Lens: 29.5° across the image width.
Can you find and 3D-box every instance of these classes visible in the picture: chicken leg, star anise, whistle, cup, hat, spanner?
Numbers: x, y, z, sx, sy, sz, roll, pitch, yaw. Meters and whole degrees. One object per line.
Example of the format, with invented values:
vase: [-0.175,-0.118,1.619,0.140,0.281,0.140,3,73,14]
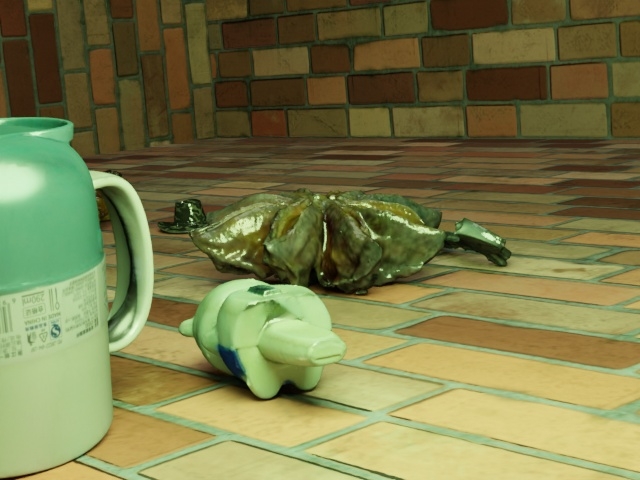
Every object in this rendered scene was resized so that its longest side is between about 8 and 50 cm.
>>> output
chicken leg: [-0.410,-0.062,2.225,0.107,0.087,0.251,-24,13,11]
star anise: [0.002,0.000,1.506,0.331,0.118,0.332,3,13,-1]
whistle: [-0.047,0.084,1.063,0.110,0.092,0.244,-7,8,-27]
cup: [-0.255,0.037,0.970,0.219,0.258,0.289,10,16,40]
hat: [-0.226,-0.044,2.077,0.121,0.050,0.121,-7,8,1]
spanner: [0.173,-0.003,1.616,0.093,0.026,0.325,32,-6,-15]
